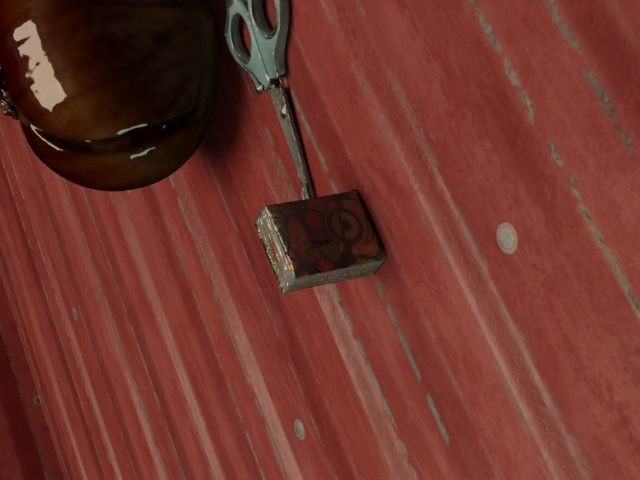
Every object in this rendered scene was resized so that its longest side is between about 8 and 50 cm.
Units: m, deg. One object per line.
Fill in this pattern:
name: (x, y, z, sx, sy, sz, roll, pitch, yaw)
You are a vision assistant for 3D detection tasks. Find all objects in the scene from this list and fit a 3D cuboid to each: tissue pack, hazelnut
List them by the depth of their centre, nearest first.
tissue pack: (0.000, 0.000, 1.345, 0.060, 0.148, 0.109, -49, 58, 50)
hazelnut: (-0.339, -0.285, 1.647, 0.409, 0.359, 0.359, 64, 149, 7)

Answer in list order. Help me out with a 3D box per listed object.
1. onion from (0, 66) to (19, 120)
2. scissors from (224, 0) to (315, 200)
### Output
onion: (-0.515, -0.311, 2.001, 0.347, 0.285, 0.348, 34, 137, 40)
scissors: (-0.065, -0.215, 1.498, 0.191, 0.029, 0.360, -26, 78, 59)
